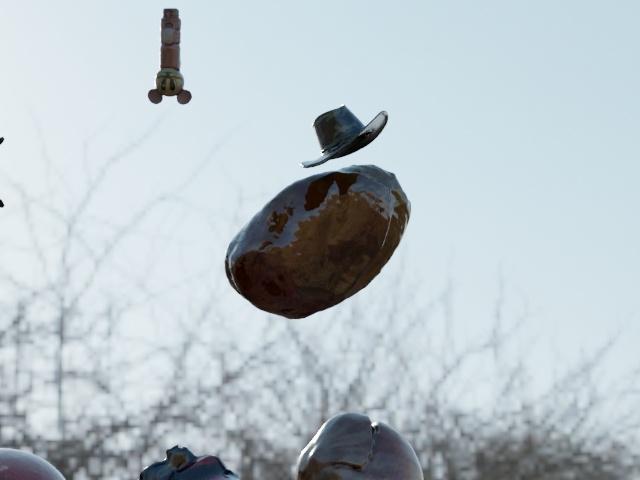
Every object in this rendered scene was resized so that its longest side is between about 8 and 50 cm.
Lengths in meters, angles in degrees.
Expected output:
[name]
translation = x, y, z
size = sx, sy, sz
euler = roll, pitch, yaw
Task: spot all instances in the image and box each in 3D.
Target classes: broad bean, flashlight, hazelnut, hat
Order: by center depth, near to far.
[hat]
translation = 0.022, -0.119, 1.696
size = 0.121, 0.050, 0.121
euler = -32, -2, -1
[broad bean]
translation = -0.002, -0.002, 1.782
size = 0.228, 0.156, 0.122
euler = -36, 27, -17
[flashlight]
translation = -0.172, -0.210, 1.784
size = 0.052, 0.110, 0.031
euler = 2, 6, 4
[hazelnut]
translation = 0.043, 0.324, 2.091
size = 0.182, 0.182, 0.182
euler = -1, -18, 0

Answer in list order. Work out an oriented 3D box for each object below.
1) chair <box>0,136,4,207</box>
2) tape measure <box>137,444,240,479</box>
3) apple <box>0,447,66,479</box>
[chair]
translation = -0.527, -0.089, 2.034
size = 0.213, 0.149, 0.174
euler = 23, -55, -23
[tape measure]
translation = -0.062, 0.350, 1.495
size = 0.114, 0.253, 0.260
euler = -33, -58, -9
[apple]
translation = -0.415, 0.393, 1.972
size = 0.261, 0.260, 0.216
euler = 0, 16, -6
